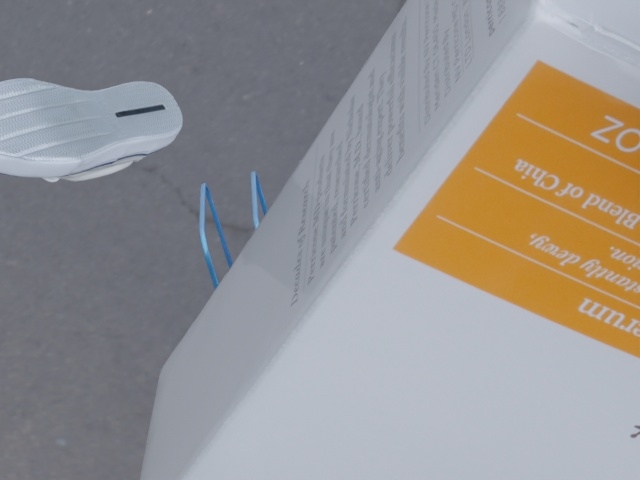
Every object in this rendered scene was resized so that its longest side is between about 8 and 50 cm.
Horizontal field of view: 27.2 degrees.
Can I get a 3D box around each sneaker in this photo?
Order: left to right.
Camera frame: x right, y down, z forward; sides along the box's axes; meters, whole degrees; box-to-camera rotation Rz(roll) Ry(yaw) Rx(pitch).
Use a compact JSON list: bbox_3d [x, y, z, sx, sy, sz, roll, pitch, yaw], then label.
[{"bbox_3d":[-0.235,-0.087,1.196,0.258,0.091,0.094,-9,66,-52],"label":"sneaker"}]

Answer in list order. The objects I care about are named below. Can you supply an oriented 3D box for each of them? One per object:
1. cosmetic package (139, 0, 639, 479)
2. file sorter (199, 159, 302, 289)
[{"bbox_3d":[0.085,0.040,0.742,0.230,0.453,0.161,22,41,-15],"label":"cosmetic package"},{"bbox_3d":[0.000,0.000,1.005,0.170,0.118,0.104,-13,118,3],"label":"file sorter"}]
